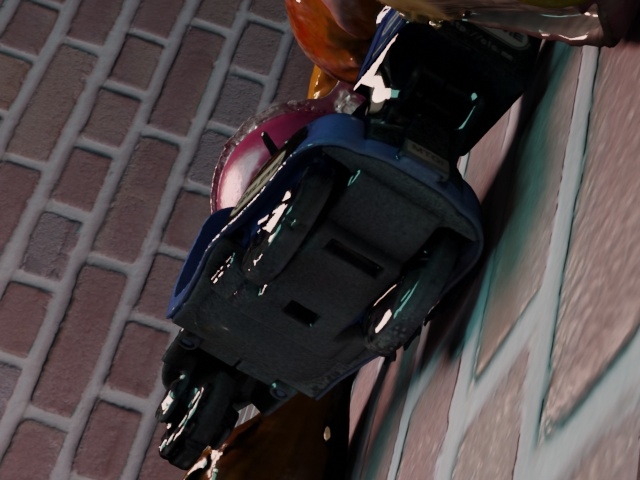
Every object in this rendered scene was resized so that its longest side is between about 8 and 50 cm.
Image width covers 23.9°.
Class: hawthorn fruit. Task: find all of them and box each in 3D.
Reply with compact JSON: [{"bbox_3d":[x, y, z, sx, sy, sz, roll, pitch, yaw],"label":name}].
[{"bbox_3d":[0.055,-0.190,1.022,0.173,0.173,0.173,-160,90,-86],"label":"hawthorn fruit"}]

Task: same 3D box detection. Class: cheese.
[{"bbox_3d":[0.013,-0.056,1.114,0.244,0.155,0.062,-53,-4,5],"label":"cheese"}]

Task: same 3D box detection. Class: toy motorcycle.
[{"bbox_3d":[0.000,0.000,0.904,0.358,0.125,0.213,-47,16,49],"label":"toy motorcycle"}]

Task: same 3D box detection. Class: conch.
[{"bbox_3d":[-0.024,0.148,1.012,0.232,0.086,0.080,-41,44,0],"label":"conch"}]

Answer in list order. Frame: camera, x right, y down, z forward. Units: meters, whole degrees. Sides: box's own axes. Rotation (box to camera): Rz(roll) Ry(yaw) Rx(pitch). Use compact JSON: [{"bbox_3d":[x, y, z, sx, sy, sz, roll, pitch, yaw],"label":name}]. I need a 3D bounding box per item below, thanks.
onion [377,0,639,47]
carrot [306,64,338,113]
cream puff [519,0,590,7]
[{"bbox_3d":[0.001,-0.199,0.594,0.348,0.267,0.159,18,-91,-64],"label":"onion"},{"bbox_3d":[0.060,-0.186,1.233,0.258,0.100,0.307,12,-79,-88],"label":"carrot"},{"bbox_3d":[0.110,-0.140,0.459,0.146,0.116,0.146,7,-90,-67],"label":"cream puff"}]
